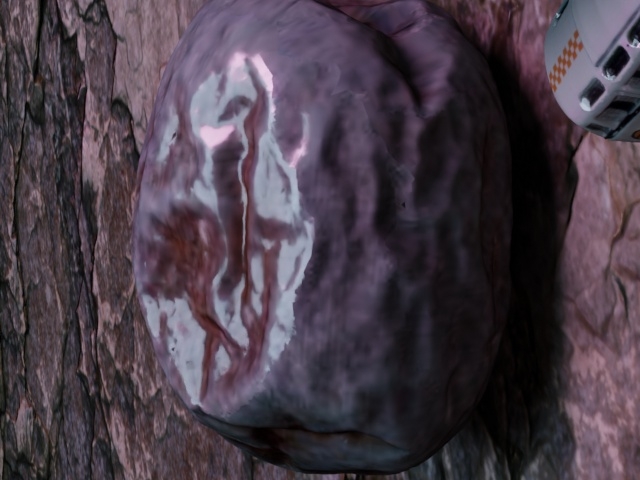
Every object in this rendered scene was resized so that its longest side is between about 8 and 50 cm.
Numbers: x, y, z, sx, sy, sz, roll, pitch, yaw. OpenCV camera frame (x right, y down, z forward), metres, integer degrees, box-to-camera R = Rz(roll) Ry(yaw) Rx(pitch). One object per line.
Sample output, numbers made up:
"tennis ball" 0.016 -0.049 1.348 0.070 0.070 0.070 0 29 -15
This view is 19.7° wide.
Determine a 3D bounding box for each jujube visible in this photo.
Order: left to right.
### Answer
"jujube" 0.008 0.000 1.156 0.246 0.215 0.308 16 106 41

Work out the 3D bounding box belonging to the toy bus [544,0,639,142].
"toy bus" 0.177 -0.120 0.907 0.194 0.089 0.087 123 139 -55
